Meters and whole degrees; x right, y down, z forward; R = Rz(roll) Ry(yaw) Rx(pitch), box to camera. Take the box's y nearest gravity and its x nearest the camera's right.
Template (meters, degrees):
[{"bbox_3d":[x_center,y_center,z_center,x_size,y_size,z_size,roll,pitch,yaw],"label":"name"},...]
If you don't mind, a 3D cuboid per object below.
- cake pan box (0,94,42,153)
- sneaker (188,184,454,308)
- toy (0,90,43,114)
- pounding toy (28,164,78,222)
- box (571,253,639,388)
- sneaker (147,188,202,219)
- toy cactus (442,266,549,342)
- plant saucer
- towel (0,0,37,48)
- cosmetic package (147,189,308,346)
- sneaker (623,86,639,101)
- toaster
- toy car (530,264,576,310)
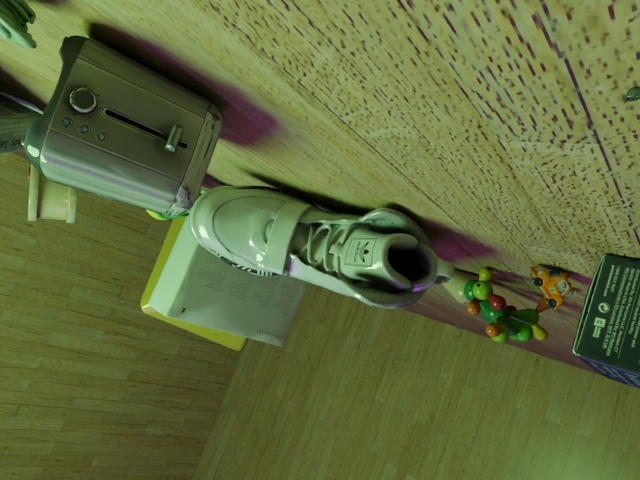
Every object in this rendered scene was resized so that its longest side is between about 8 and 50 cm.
[{"bbox_3d":[-0.591,-0.200,0.691,0.245,0.070,0.267,26,-162,-4],"label":"cake pan box"},{"bbox_3d":[0.000,0.000,0.657,0.365,0.137,0.210,17,173,-12],"label":"sneaker"},{"bbox_3d":[-0.614,-0.245,0.873,0.237,0.056,0.137,21,174,0],"label":"toy"},{"bbox_3d":[-0.476,-0.117,0.920,0.154,0.154,0.269,3,-163,-31],"label":"pounding toy"},{"bbox_3d":[0.373,0.103,0.439,0.207,0.108,0.153,14,169,46],"label":"box"},{"bbox_3d":[-0.277,-0.109,0.835,0.123,0.110,0.295,0,171,2],"label":"sneaker"},{"bbox_3d":[0.278,0.096,0.789,0.219,0.112,0.180,25,-169,-45],"label":"toy cactus"},{"bbox_3d":[-0.268,0.089,1.278,0.081,0.333,0.332,-13,144,42],"label":"plant saucer"},{"bbox_3d":[-0.394,-0.226,0.309,0.324,0.038,0.248,15,169,17],"label":"towel"},{"bbox_3d":[-0.187,0.082,1.161,0.097,0.285,0.377,14,169,42],"label":"cosmetic package"},{"bbox_3d":[0.166,-0.050,0.204,0.069,0.038,0.098,20,163,20],"label":"sneaker"},{"bbox_3d":[-0.194,-0.099,0.488,0.146,0.129,0.227,22,172,-22],"label":"toaster"},{"bbox_3d":[0.307,0.053,0.621,0.040,0.060,0.122,-33,164,25],"label":"toy car"}]
